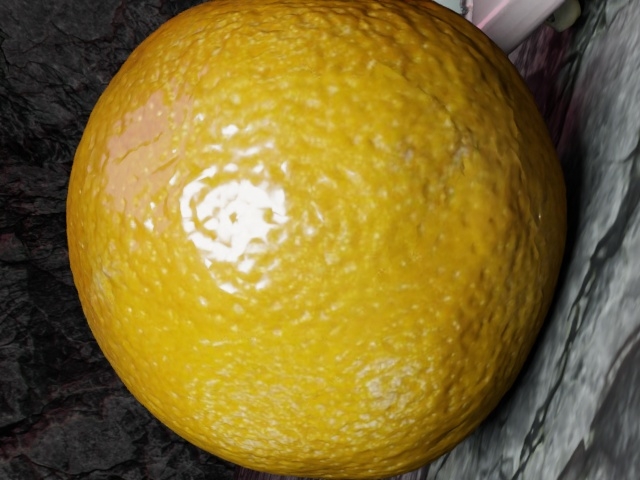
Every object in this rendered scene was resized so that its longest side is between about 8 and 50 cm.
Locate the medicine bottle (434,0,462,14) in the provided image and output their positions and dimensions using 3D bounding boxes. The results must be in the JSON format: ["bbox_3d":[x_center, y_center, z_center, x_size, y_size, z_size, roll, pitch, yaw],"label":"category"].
[{"bbox_3d":[0.073,-0.251,1.034,0.190,0.190,0.332,-111,39,-84],"label":"medicine bottle"}]

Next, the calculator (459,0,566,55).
[{"bbox_3d":[0.136,-0.176,0.683,0.175,0.032,0.100,-43,28,43],"label":"calculator"}]

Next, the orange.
[{"bbox_3d":[0.000,0.000,0.623,0.264,0.264,0.264,-163,90,-86],"label":"orange"}]

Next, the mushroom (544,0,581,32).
[{"bbox_3d":[0.143,-0.178,0.797,0.061,0.060,0.187,-55,19,20],"label":"mushroom"}]
